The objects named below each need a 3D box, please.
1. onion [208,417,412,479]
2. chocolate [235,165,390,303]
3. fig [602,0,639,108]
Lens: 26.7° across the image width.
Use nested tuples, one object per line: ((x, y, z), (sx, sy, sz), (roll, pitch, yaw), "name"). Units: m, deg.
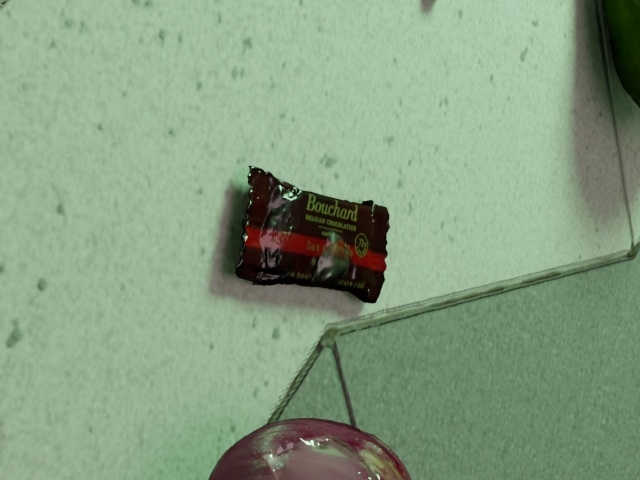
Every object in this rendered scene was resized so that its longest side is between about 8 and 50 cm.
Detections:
((-0.006, 0.216, 0.902), (0.200, 0.200, 0.207), (-49, 117, -37), "onion")
((0.000, 0.000, 0.995), (0.182, 0.028, 0.086), (16, 79, -50), "chocolate")
((0.360, -0.221, 1.331), (0.245, 0.195, 0.195), (34, 62, -8), "fig")
